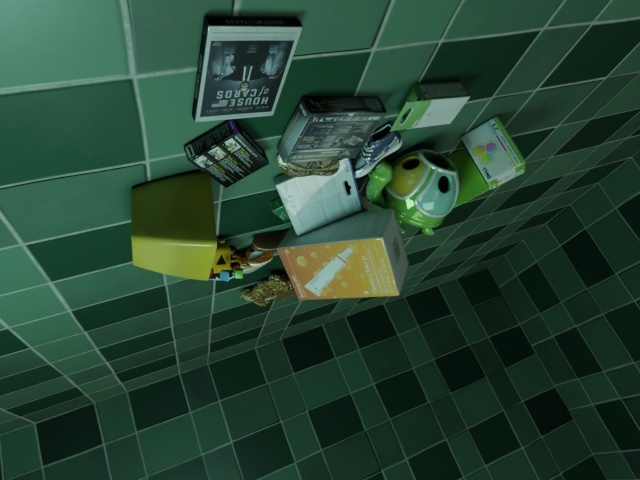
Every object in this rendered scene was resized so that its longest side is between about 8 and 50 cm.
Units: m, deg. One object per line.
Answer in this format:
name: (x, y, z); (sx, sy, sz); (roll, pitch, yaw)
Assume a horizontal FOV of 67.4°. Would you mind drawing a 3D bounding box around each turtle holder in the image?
turtle holder: (0.290, -0.180, 1.536); (0.320, 0.243, 0.227); (24, 125, -9)

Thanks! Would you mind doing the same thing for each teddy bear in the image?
teddy bear: (-0.183, 0.195, 2.094); (0.338, 0.113, 0.245); (-26, 153, 28)

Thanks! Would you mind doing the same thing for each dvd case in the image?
dvd case: (-0.150, -0.326, 0.936); (0.179, 0.029, 0.238); (-12, 156, -26)

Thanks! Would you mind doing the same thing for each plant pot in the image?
plant pot: (-0.371, -0.031, 1.196); (0.187, 0.212, 0.212); (-1, 152, -20)

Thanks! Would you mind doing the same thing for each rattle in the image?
rattle: (0.054, -0.119, 1.646); (0.200, 0.143, 0.130); (-5, 120, -14)

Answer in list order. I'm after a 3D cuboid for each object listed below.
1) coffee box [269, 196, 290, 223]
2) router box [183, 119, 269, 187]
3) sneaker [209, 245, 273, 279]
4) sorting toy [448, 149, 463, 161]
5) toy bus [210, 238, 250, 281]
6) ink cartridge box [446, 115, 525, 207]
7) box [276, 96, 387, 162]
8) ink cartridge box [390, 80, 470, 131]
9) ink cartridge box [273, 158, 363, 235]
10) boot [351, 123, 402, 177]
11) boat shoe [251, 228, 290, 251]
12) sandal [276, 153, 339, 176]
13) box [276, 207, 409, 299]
coffee box: (-0.057, -0.126, 1.502); (0.184, 0.040, 0.113); (-27, 157, 9)
router box: (-0.218, -0.202, 1.142); (0.133, 0.046, 0.179); (-27, 159, 9)
sneaker: (-0.295, 0.093, 1.714); (0.262, 0.099, 0.121); (-15, 162, -19)
sorting toy: (0.489, -0.227, 1.719); (0.365, 0.126, 0.127); (-33, 157, 24)
toy bus: (-0.332, 0.048, 1.549); (0.191, 0.104, 0.202); (6, -167, 0)
ink cartridge box: (0.513, -0.254, 1.586); (0.255, 0.189, 0.097); (-29, 160, 15)
box: (0.027, -0.277, 1.205); (0.231, 0.056, 0.183); (-10, 156, -31)
ink cartridge box: (0.277, -0.356, 1.267); (0.209, 0.062, 0.109); (-13, 157, -25)
ink cartridge box: (-0.002, -0.136, 1.423); (0.224, 0.045, 0.223); (-21, 136, -1)
boot: (0.140, -0.258, 1.373); (0.190, 0.069, 0.086); (-37, 149, 13)
boat shoe: (-0.150, 0.009, 1.688); (0.207, 0.073, 0.073); (-10, 153, -32)
sandal: (-0.036, -0.211, 1.299); (0.180, 0.049, 0.072); (0, 127, -22)
box: (0.074, 0.049, 1.509); (0.345, 0.215, 0.168); (-6, -149, 26)
